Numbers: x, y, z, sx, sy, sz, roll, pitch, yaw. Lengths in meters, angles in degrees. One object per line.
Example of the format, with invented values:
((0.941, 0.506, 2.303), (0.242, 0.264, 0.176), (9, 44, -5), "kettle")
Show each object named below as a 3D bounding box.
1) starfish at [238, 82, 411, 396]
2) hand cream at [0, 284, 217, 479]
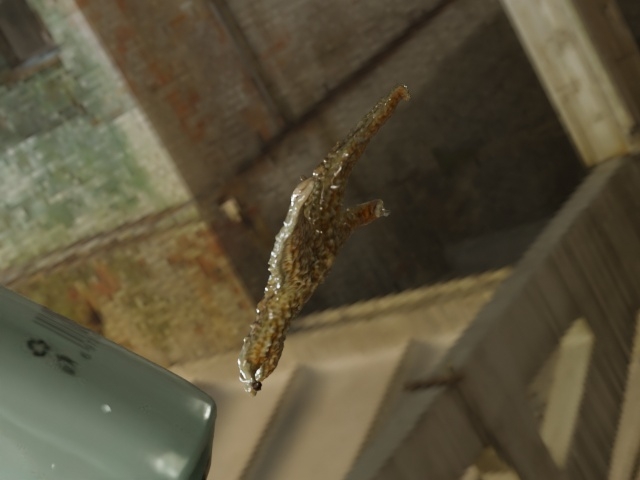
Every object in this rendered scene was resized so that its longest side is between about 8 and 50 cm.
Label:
((-0.005, -0.003, 0.986), (0.231, 0.048, 0.295), (-57, 168, -27), "starfish")
((-0.171, -0.004, 0.448), (0.067, 0.320, 0.109), (-54, -174, 3), "hand cream")
